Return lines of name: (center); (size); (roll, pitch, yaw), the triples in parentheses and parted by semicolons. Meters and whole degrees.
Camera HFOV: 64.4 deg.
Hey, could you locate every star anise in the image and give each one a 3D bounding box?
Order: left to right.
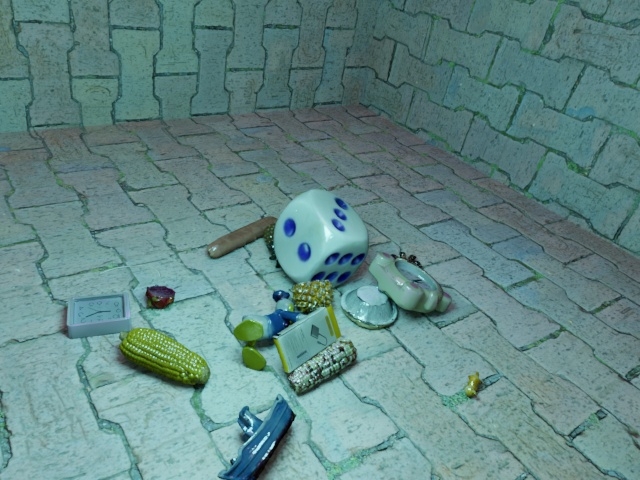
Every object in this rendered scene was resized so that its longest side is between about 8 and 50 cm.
star anise: (0.383, 0.101, 2.306); (0.167, 0.057, 0.168); (4, 24, -2)

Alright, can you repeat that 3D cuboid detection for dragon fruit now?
dragon fruit: (-0.582, 0.210, 1.848); (0.112, 0.068, 0.126); (10, 15, -33)

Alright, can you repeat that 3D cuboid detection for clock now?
clock: (-0.753, 0.251, 1.732); (0.197, 0.063, 0.150); (-4, 36, -21)
clock: (0.367, 0.178, 2.050); (0.309, 0.114, 0.284); (14, 24, -37)

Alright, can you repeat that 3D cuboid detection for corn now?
corn: (-0.491, 0.360, 1.593); (0.321, 0.119, 0.119); (21, 33, 8)
corn: (0.011, 0.416, 1.684); (0.280, 0.092, 0.092); (-25, 47, -36)

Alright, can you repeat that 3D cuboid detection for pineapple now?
pineapple: (-0.178, 0.028, 2.214); (0.119, 0.111, 0.237); (-21, 45, 0)
pineapple: (-0.022, 0.236, 1.920); (0.175, 0.161, 0.137); (14, 57, -42)

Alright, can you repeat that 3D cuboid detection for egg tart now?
egg tart: (0.193, 0.246, 1.990); (0.234, 0.094, 0.234); (10, 30, -5)

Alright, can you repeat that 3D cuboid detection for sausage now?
sausage: (-0.337, -0.022, 2.259); (0.087, 0.088, 0.433); (30, 37, 28)

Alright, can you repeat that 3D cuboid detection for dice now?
dice: (0.000, 0.000, 2.041); (0.276, 0.304, 0.304); (3, 45, -46)

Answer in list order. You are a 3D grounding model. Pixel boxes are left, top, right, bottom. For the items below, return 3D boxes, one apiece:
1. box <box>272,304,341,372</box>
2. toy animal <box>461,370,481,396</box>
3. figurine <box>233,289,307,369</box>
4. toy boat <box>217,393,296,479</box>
box: (-0.040, 0.318, 1.673); (0.247, 0.129, 0.033); (-26, 13, -38)
toy animal: (0.516, 0.491, 1.726); (0.060, 0.081, 0.083); (31, 17, 25)
figurine: (-0.130, 0.274, 1.763); (0.283, 0.205, 0.338); (11, 29, 0)
toy boat: (-0.180, 0.534, 1.398); (0.142, 0.129, 0.309); (31, 37, 10)
